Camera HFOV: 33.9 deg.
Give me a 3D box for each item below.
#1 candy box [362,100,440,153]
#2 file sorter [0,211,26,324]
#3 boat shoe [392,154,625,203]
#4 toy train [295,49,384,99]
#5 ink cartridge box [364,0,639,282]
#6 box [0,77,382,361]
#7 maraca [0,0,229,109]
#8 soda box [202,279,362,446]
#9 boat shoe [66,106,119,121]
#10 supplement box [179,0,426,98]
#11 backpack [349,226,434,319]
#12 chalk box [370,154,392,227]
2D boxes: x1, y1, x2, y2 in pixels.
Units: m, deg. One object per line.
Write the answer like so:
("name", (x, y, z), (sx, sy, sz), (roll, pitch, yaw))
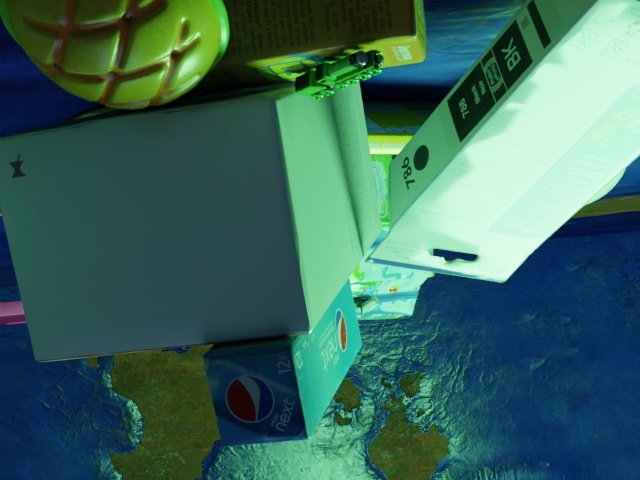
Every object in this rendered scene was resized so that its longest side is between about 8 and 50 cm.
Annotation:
("candy box", (0.078, -0.120, 1.121), (0.206, 0.027, 0.105), (-2, -155, -29))
("file sorter", (-0.487, 0.028, 1.489), (0.202, 0.182, 0.291), (-4, 175, -26))
("boat shoe", (0.203, -0.086, 1.293), (0.158, 0.127, 0.340), (-8, 178, -32))
("toy train", (0.011, -0.112, 0.705), (0.024, 0.017, 0.083), (10, 167, -33))
("ink cartridge box", (0.177, -0.087, 0.859), (0.165, 0.065, 0.332), (9, 140, -30))
("box", (-0.086, -0.039, 0.881), (0.215, 0.168, 0.345), (-7, -170, 13))
("maraca", (-0.137, -0.145, 0.629), (0.127, 0.099, 0.186), (-28, 139, 26))
("soda box", (-0.023, 0.085, 0.819), (0.067, 0.071, 0.210), (-8, -169, 15))
("boat shoe", (-0.272, -0.055, 1.181), (0.123, 0.123, 0.342), (0, 172, -42))
("supplement box", (-0.046, -0.150, 0.731), (0.233, 0.080, 0.078), (-9, 176, 11))
("backpack", (0.000, 0.000, 1.485), (0.355, 0.273, 0.290), (-18, -165, -35))
("chalk box", (0.001, -0.074, 1.233), (0.213, 0.132, 0.132), (-2, 173, -41))
